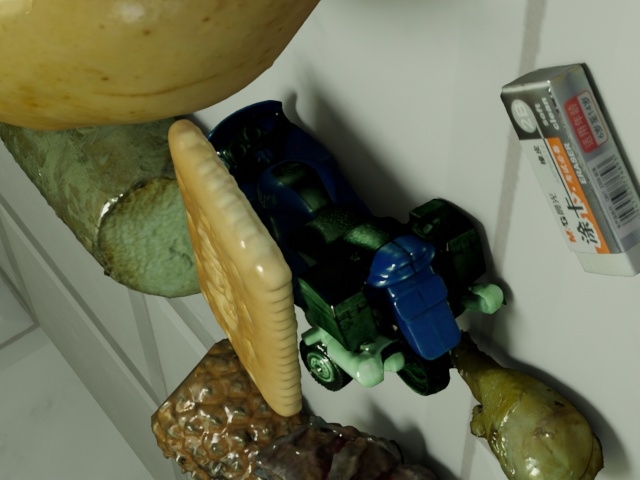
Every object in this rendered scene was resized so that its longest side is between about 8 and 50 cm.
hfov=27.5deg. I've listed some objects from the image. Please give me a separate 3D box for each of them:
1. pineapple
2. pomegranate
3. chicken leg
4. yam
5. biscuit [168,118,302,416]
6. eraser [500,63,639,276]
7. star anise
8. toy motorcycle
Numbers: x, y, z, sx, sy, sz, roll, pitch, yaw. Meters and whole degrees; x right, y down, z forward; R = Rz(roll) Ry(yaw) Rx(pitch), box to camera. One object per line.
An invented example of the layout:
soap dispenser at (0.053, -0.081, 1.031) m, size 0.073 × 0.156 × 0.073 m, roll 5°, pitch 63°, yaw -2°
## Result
pineapple at (-0.038, 0.275, 1.488) m, size 0.340 × 0.169 × 0.169 m, roll 45°, pitch 159°, yaw 5°
pomegranate at (-0.117, -0.221, 0.730) m, size 0.338 × 0.338 × 0.338 m, roll 48°, pitch 158°, yaw 27°
chicken leg at (0.138, 0.129, 0.950) m, size 0.178 × 0.070 × 0.093 m, roll 49°, pitch 142°, yaw 45°
yam at (-0.206, -0.081, 1.321) m, size 0.304 × 0.168 × 0.168 m, roll 48°, pitch 158°, yaw 32°
biscuit at (-0.065, 0.029, 1.009) m, size 0.160 × 0.030 × 0.250 m, roll 56°, pitch 165°, yaw 26°
eraser at (0.146, -0.039, 0.734) m, size 0.122 × 0.029 × 0.052 m, roll 64°, pitch 160°, yaw -14°
star anise at (0.050, 0.240, 1.265) m, size 0.236 × 0.109 × 0.223 m, roll 13°, pitch 156°, yaw 45°
toy motorcycle at (0.000, 0.000, 1.016) m, size 0.331 × 0.125 × 0.196 m, roll 34°, pitch 150°, yaw 57°
